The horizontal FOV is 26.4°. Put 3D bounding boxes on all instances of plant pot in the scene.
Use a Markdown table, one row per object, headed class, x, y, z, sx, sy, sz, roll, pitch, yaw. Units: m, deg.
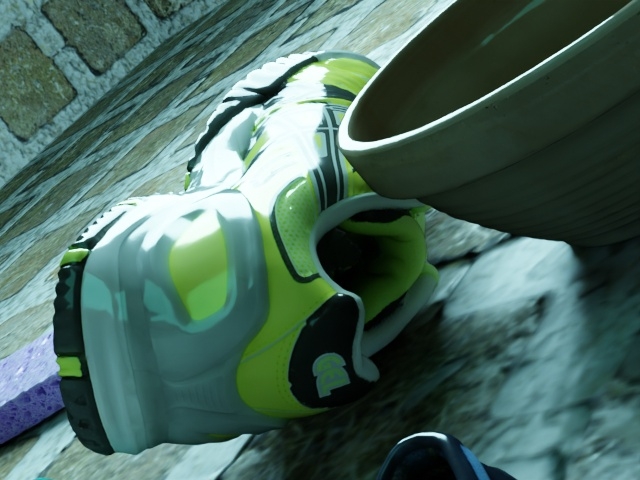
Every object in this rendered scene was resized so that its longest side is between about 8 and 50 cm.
| class | x | y | z | sx | sy | sz | roll | pitch | yaw |
| --- | --- | --- | --- | --- | --- | --- | --- | --- | --- |
| plant pot | 0.132 | -0.075 | 0.637 | 0.237 | 0.109 | 0.237 | -35 | 16 | 12 |

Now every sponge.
| class | x | y | z | sx | sy | sz | roll | pitch | yaw |
| --- | --- | --- | --- | --- | --- | --- | --- | --- | --- |
| sponge | -0.213 | 0.104 | 1.056 | 0.210 | 0.031 | 0.117 | -29 | 17 | 29 |

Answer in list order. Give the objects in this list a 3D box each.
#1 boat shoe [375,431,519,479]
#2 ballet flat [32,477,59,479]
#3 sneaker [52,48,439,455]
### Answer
| class | x | y | z | sx | sy | sz | roll | pitch | yaw |
| --- | --- | --- | --- | --- | --- | --- | --- | --- | --- |
| boat shoe | 0.022 | 0.138 | 0.306 | 0.109 | 0.089 | 0.258 | -35 | 16 | 13 |
| ballet flat | -0.095 | 0.159 | 0.571 | 0.241 | 0.091 | 0.077 | 180 | 109 | -73 |
| sneaker | 0.000 | 0.000 | 0.748 | 0.147 | 0.145 | 0.384 | 1 | 27 | 18 |
